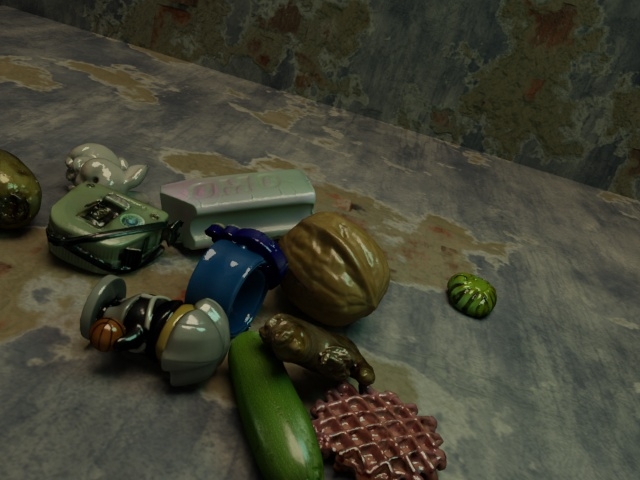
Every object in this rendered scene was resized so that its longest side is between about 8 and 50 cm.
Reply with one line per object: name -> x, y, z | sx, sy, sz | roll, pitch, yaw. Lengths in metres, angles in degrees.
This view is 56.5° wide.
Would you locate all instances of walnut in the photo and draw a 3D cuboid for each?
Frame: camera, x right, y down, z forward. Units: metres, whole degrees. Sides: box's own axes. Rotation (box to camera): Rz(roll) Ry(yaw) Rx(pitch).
walnut -> 0.025, 0.062, 1.262 | 0.261, 0.225, 0.225 | 39, 33, 29

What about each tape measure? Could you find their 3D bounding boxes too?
tape measure -> -0.435, -0.020, 1.240 | 0.235, 0.115, 0.207 | 23, 32, 0

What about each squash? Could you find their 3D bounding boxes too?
squash -> -0.074, 0.267, 0.922 | 0.101, 0.101, 0.379 | 3, 31, -25

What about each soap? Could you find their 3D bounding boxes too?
soap -> -0.197, -0.078, 1.406 | 0.346, 0.115, 0.208 | -7, 24, -10

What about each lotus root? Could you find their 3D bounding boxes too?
lotus root -> -0.695, -0.126, 1.279 | 0.154, 0.154, 0.278 | -11, 34, -44

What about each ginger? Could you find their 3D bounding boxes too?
ginger -> 0.001, 0.192, 1.022 | 0.166, 0.080, 0.333 | 36, 0, 39

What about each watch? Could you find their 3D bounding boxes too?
watch -> -0.172, 0.084, 1.154 | 0.171, 0.196, 0.200 | 16, 45, 21

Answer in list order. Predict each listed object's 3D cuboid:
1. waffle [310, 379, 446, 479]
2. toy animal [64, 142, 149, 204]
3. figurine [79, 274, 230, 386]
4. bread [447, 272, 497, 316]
waffle -> 0.095, 0.316, 0.973 | 0.234, 0.056, 0.221 | 22, 26, 11
toy animal -> -0.523, -0.154, 1.460 | 0.193, 0.128, 0.178 | 32, 28, 33
figurine -> -0.271, 0.150, 0.996 | 0.236, 0.133, 0.176 | 18, 21, 6
bread -> 0.380, 0.131, 1.491 | 0.130, 0.071, 0.139 | 27, 28, 11
